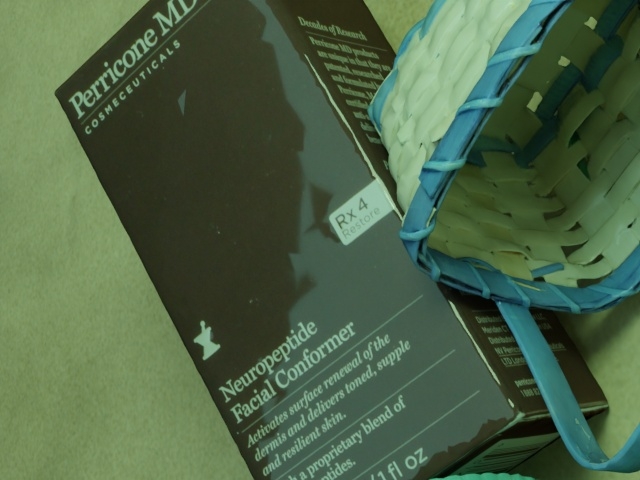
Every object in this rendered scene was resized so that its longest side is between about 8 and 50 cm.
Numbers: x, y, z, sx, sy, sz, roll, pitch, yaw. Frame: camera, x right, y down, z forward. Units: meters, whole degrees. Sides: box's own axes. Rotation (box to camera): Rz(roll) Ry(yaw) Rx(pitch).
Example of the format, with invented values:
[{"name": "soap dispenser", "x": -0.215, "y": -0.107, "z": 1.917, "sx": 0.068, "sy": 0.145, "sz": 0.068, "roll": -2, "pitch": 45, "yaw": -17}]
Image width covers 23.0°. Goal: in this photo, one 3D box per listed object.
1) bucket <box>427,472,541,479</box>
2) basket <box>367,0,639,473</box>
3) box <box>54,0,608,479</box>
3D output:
[{"name": "bucket", "x": 0.061, "y": 0.273, "z": 0.924, "sx": 0.281, "sy": 0.281, "sz": 0.183, "roll": -46, "pitch": 50, "yaw": 36}, {"name": "basket", "x": 0.165, "y": -0.053, "z": 0.872, "sx": 0.254, "sy": 0.201, "sz": 0.289, "roll": -57, "pitch": 35, "yaw": 30}, {"name": "box", "x": 0.000, "y": 0.000, "z": 1.040, "sx": 0.191, "sy": 0.143, "sz": 0.381, "roll": -40, "pitch": 67, "yaw": 25}]
